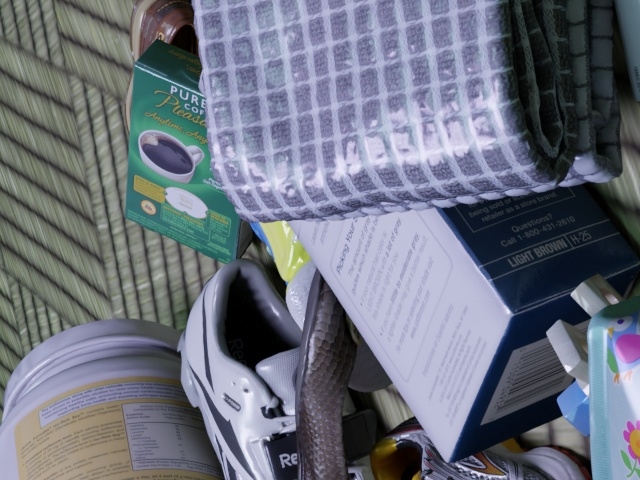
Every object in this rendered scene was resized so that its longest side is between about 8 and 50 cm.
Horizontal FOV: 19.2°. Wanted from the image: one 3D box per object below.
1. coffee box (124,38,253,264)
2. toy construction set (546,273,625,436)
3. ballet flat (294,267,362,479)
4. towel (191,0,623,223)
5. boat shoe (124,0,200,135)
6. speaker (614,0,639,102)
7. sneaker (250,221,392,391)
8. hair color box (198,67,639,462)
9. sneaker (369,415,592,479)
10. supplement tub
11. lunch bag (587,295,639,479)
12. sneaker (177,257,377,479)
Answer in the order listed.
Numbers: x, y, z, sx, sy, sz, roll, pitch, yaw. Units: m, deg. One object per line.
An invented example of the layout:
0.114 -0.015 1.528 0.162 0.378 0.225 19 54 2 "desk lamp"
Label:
-0.102 -0.069 1.556 0.113 0.040 0.184 24 139 14 "coffee box"
0.147 0.177 1.115 0.215 0.151 0.327 54 128 28 "toy construction set"
0.011 0.134 1.339 0.084 0.058 0.250 -75 -12 -71 "ballet flat"
0.037 -0.157 1.049 0.235 0.121 0.283 -9 87 43 "towel"
-0.126 -0.123 1.592 0.060 0.064 0.178 45 142 46 "boat shoe"
0.175 -0.143 0.983 0.055 0.055 0.136 9 115 62 "speaker"
0.000 0.000 1.430 0.126 0.091 0.240 136 113 -83 "sneaker"
0.052 -0.048 1.238 0.347 0.105 0.174 56 151 27 "hair color box"
0.115 0.183 1.291 0.225 0.093 0.088 26 130 56 "sneaker"
-0.164 0.253 1.659 0.331 0.241 0.241 -107 16 -48 "supplement tub"
0.251 0.158 0.889 0.223 0.160 0.262 16 118 45 "lunch bag"
-0.021 0.160 1.513 0.330 0.122 0.146 57 154 25 "sneaker"
